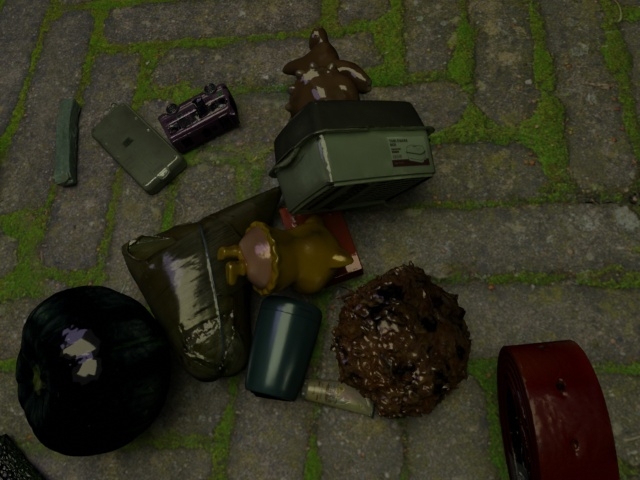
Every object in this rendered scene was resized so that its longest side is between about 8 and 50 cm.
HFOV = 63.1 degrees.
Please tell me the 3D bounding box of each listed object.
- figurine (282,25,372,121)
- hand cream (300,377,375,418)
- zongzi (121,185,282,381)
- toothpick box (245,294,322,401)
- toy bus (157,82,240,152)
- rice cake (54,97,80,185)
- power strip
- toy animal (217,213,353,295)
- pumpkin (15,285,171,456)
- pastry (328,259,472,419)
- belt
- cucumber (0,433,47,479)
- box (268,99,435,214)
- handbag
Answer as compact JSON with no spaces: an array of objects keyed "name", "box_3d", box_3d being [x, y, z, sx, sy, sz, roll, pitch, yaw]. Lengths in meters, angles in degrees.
[{"name":"figurine","box_3d":[-0.008,-0.330,1.155,0.173,0.177,0.247,-29,77,-24]},{"name":"hand cream","box_3d":[0.033,0.289,0.971,0.143,0.039,0.061,7,68,7]},{"name":"zongzi","box_3d":[-0.159,0.076,1.043,0.360,0.160,0.323,-28,78,-20]},{"name":"toothpick box","box_3d":[-0.072,0.205,0.975,0.120,0.120,0.184,9,72,12]},{"name":"toy bus","box_3d":[-0.280,-0.286,1.228,0.178,0.087,0.098,-29,69,0]},{"name":"rice cake","box_3d":[-0.625,-0.243,1.285,0.045,0.042,0.245,-13,67,6]},{"name":"power strip","box_3d":[-0.439,-0.224,1.246,0.118,0.046,0.270,-45,70,-8]},{"name":"toy animal","box_3d":[-0.068,0.027,0.958,0.230,0.156,0.156,-11,63,-27]},{"name":"pumpkin","box_3d":[-0.396,0.229,0.935,0.315,0.238,0.315,8,102,39]},{"name":"pastry","box_3d":[0.135,0.179,0.924,0.275,0.193,0.275,14,66,-33]},{"name":"belt","box_3d":[0.359,0.320,0.806,0.115,0.227,0.323,-6,86,7]},{"name":"cucumber","box_3d":[-0.572,0.443,0.986,0.187,0.058,0.058,33,76,19]},{"name":"box","box_3d":[0.059,-0.160,1.006,0.290,0.220,0.166,-9,78,-31]},{"name":"handbag","box_3d":[0.000,0.000,1.082,0.127,0.063,0.190,-20,70,0]}]
